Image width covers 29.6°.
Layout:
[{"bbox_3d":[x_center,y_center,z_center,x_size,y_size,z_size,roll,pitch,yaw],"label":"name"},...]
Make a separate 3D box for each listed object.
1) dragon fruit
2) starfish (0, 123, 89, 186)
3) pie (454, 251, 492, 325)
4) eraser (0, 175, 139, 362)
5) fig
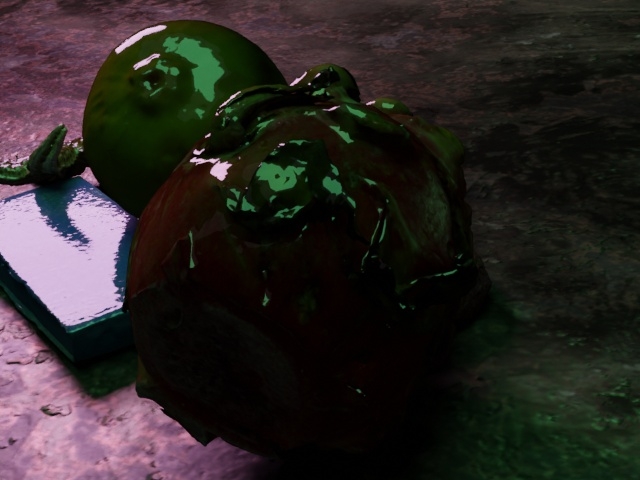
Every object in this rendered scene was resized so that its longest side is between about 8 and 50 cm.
[{"bbox_3d":[0.000,0.000,0.883,0.250,0.269,0.291,29,49,12],"label":"dragon fruit"},{"bbox_3d":[-0.280,-0.101,1.347,0.277,0.062,0.236,-16,3,10],"label":"starfish"},{"bbox_3d":[0.072,0.037,1.050,0.154,0.036,0.154,-7,27,4],"label":"pie"},{"bbox_3d":[-0.232,0.019,1.161,0.144,0.043,0.312,-22,30,-26],"label":"eraser"},{"bbox_3d":[-0.111,-0.101,1.180,0.207,0.230,0.207,-21,52,30],"label":"fig"}]
